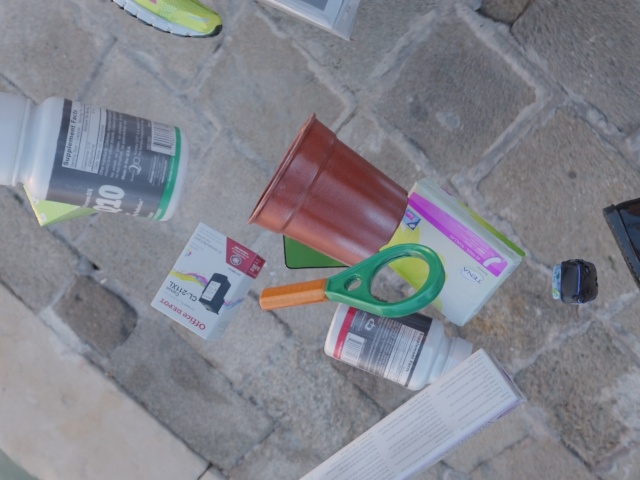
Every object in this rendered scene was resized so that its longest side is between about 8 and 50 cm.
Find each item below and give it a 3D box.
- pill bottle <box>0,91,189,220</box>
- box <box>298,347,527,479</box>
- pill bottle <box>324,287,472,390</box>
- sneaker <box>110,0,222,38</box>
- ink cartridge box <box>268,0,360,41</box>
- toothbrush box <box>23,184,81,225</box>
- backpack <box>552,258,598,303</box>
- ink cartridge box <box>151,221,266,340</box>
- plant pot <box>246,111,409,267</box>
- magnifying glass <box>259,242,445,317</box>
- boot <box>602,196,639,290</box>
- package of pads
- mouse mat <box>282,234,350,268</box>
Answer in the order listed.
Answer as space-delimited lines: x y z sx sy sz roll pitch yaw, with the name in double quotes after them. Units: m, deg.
-0.464 -0.168 1.244 0.360 0.204 0.204 11 121 -25 "pill bottle"
0.073 0.240 0.683 0.324 0.063 0.067 -40 61 11 "box"
0.184 0.245 1.463 0.318 0.176 0.177 21 117 11 "pill bottle"
-0.187 -0.289 0.648 0.208 0.081 0.094 33 109 -5 "sneaker"
-0.074 -0.452 1.074 0.308 0.385 0.091 25 107 2 "ink cartridge box"
-0.580 -0.153 1.604 0.283 0.206 0.122 -22 93 27 "toothbrush box"
0.595 0.094 1.451 0.084 0.114 0.105 -1 88 46 "backpack"
-0.200 0.076 1.119 0.127 0.072 0.175 29 84 12 "ink cartridge box"
0.025 -0.084 1.314 0.265 0.272 0.272 31 118 -8 "plant pot"
0.032 0.055 0.721 0.230 0.092 0.026 -10 134 25 "magnifying glass"
0.737 -0.003 1.293 0.207 0.094 0.247 -23 73 18 "boot"
0.290 0.030 1.464 0.296 0.101 0.229 42 123 17 "package of pads"
0.000 0.000 1.555 0.189 0.153 0.007 -1 154 -8 "mouse mat"
